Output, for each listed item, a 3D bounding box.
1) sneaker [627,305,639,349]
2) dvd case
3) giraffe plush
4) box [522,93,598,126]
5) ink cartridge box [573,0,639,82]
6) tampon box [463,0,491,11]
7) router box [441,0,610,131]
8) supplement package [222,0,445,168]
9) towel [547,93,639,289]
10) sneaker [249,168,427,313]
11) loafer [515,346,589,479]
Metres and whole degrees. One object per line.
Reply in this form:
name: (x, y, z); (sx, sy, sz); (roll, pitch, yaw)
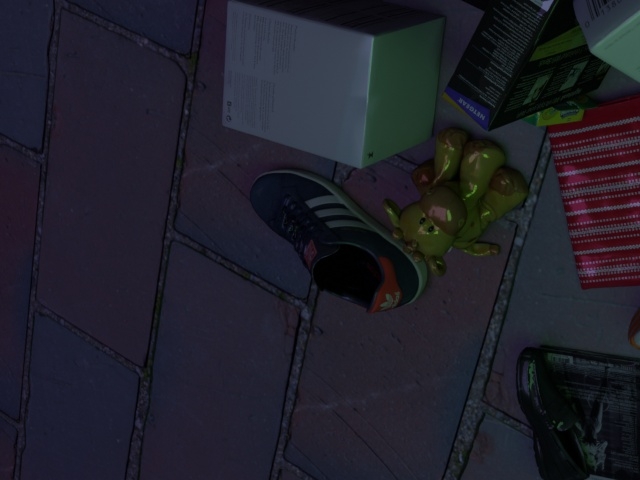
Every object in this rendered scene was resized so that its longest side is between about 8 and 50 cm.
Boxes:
sneaker: (0.566, 0.058, 1.644); (0.180, 0.124, 0.321); (34, 114, -1)
dvd case: (0.412, 0.272, 1.896); (0.164, 0.018, 0.221); (6, 110, 36)
giraffe plush: (0.180, -0.043, 1.852); (0.181, 0.170, 0.210); (29, 122, 26)
box: (0.284, -0.199, 1.732); (0.179, 0.105, 0.043); (28, 118, 42)
ink cartridge box: (0.529, -0.259, 1.423); (0.308, 0.385, 0.091); (-38, 46, 36)
tampon box: (0.226, -0.367, 1.650); (0.161, 0.120, 0.101); (24, 119, -10)
router box: (0.309, -0.282, 1.570); (0.081, 0.309, 0.243); (41, 126, 21)
supplement package: (0.017, -0.253, 1.879); (0.263, 0.198, 0.199); (20, 118, 31)
towel: (0.424, -0.065, 1.749); (0.199, 0.031, 0.275); (-5, 104, 40)
sneaker: (0.000, 0.000, 2.023); (0.350, 0.148, 0.131); (31, 124, 25)
loafer: (0.351, 0.262, 1.882); (0.078, 0.076, 0.223); (-8, 107, 34)
